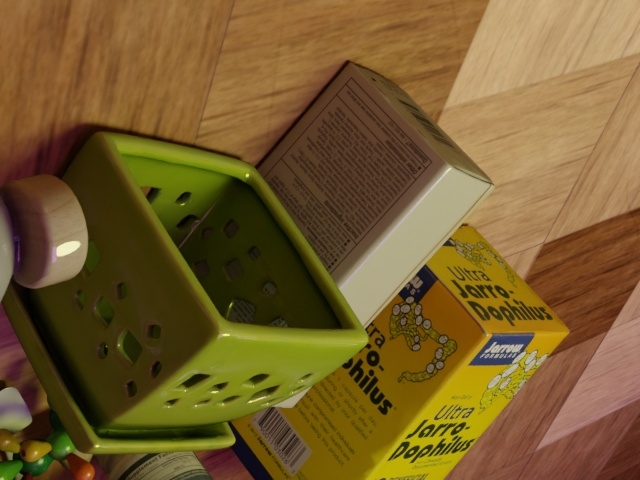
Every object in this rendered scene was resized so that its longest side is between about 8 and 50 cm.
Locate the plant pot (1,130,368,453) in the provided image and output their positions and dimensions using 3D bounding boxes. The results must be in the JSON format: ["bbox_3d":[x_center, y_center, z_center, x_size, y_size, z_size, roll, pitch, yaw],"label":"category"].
[{"bbox_3d":[-0.135,0.062,1.275,0.207,0.228,0.227,-44,153,23],"label":"plant pot"}]

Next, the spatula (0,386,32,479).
[{"bbox_3d":[-0.361,0.239,1.461,0.168,0.019,0.242,-31,150,-19],"label":"spatula"}]

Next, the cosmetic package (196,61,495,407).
[{"bbox_3d":[0.000,0.000,1.410,0.309,0.160,0.113,-48,152,16],"label":"cosmetic package"}]

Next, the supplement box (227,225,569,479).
[{"bbox_3d":[0.084,0.169,1.717,0.194,0.195,0.356,3,129,-53],"label":"supplement box"}]

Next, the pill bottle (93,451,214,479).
[{"bbox_3d":[-0.169,0.275,1.573,0.108,0.180,0.108,-30,150,-19],"label":"pill bottle"}]

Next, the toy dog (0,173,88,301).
[{"bbox_3d":[-0.323,0.027,1.111,0.334,0.161,0.220,-37,159,27],"label":"toy dog"}]

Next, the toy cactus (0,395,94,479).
[{"bbox_3d":[-0.238,0.187,1.441,0.219,0.112,0.180,-52,168,-26],"label":"toy cactus"}]
